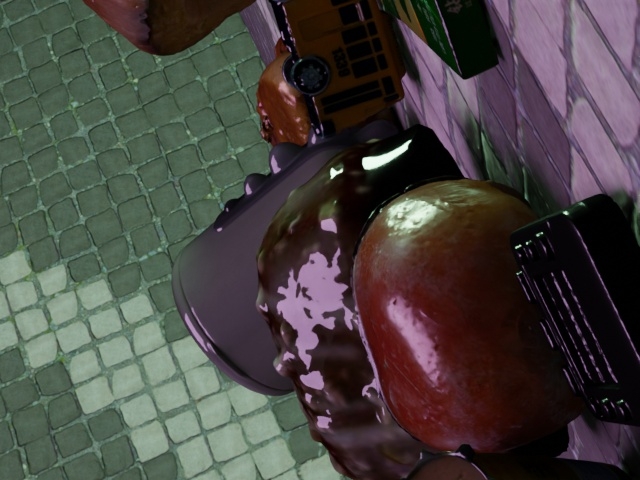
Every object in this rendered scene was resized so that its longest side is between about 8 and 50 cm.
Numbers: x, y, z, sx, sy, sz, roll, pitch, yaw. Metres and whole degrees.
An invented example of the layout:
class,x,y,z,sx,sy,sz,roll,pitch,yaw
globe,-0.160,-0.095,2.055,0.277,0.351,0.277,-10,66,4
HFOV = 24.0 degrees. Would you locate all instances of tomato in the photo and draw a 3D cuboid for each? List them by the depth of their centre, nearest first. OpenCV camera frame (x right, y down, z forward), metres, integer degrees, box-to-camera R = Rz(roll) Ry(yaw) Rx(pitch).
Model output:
class,x,y,z,sx,sy,sz,roll,pitch,yaw
tomato,0.131,0.059,1.130,0.214,0.180,0.155,64,163,-12

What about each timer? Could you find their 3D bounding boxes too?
class,x,y,z,sx,sy,sz,roll,pitch,yaw
timer,0.182,0.045,0.962,0.144,0.055,0.187,64,174,2

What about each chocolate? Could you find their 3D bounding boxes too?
class,x,y,z,sx,sy,sz,roll,pitch,yaw
chocolate,0.063,0.083,1.343,0.340,0.210,0.225,63,-158,-19

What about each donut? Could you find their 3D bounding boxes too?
class,x,y,z,sx,sy,sz,roll,pitch,yaw
donut,-0.151,-0.351,1.725,0.150,0.299,0.317,52,-161,11

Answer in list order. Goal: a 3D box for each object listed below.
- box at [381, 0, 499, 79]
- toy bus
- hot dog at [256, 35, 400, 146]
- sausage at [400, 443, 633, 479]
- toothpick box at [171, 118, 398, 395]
class,x,y,z,sx,sy,sz,roll,pitch,yaw
box,0.066,-0.213,1.129,0.235,0.034,0.132,-118,4,-64
toy bus,0.010,-0.210,1.475,0.098,0.114,0.201,-127,19,-77
hot dog,0.012,-0.143,1.797,0.153,0.150,0.257,47,164,54
sausage,0.177,0.201,1.167,0.371,0.082,0.082,16,-136,-58
toothpick box,0.000,0.000,1.669,0.229,0.316,0.229,39,-153,-24
